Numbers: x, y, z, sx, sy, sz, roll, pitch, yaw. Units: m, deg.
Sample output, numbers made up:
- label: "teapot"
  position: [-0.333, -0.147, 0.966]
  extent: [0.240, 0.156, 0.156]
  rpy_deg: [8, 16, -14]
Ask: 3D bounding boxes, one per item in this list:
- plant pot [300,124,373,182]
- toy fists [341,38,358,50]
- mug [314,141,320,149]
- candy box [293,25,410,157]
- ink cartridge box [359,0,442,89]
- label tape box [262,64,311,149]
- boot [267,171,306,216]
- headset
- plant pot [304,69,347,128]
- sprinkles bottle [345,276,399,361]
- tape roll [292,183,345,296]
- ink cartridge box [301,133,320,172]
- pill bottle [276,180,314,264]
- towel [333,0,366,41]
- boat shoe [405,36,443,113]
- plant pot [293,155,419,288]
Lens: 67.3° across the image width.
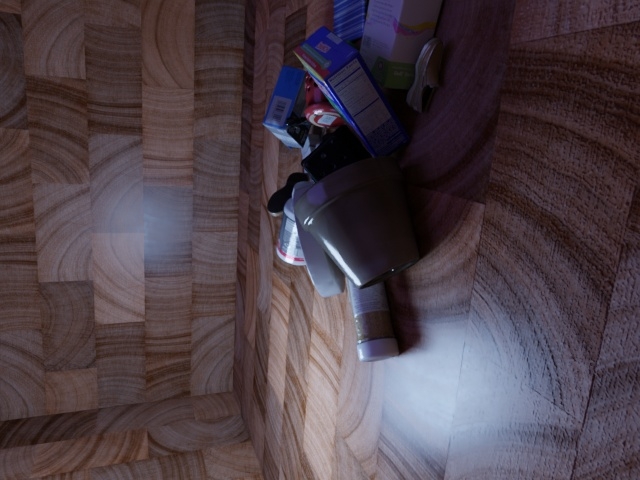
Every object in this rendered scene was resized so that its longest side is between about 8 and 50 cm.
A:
- label: "plant pot"
  position: [0.048, -0.224, 1.449]
  extent: [0.187, 0.188, 0.167]
  rpy_deg: [50, -164, 1]
- label: "toy fists"
  position: [0.049, -0.629, 1.743]
  extent: [0.279, 0.096, 0.142]
  rpy_deg: [176, 85, -67]
- label: "mug"
  position: [0.011, -0.356, 1.918]
  extent: [0.062, 0.078, 0.064]
  rpy_deg: [-8, -72, -79]
- label: "candy box"
  position: [0.089, -0.412, 1.355]
  extent: [0.122, 0.317, 0.268]
  rpy_deg: [-36, 40, 7]
- label: "ink cartridge box"
  position: [0.215, -0.603, 1.272]
  extent: [0.207, 0.119, 0.354]
  rpy_deg: [-120, 35, -53]
- label: "label tape box"
  position: [-0.090, -0.510, 1.935]
  extent: [0.333, 0.105, 0.241]
  rpy_deg: [23, -94, -72]
- label: "boot"
  position: [-0.136, -0.175, 2.094]
  extent: [0.305, 0.112, 0.115]
  rpy_deg: [-57, -24, -48]
- label: "headset"
  position: [0.016, -0.288, 1.712]
  extent: [0.394, 0.185, 0.243]
  rpy_deg: [68, 152, 20]
- label: "plant pot"
  position: [0.040, -0.478, 1.606]
  extent: [0.191, 0.191, 0.174]
  rpy_deg: [162, 113, -68]
- label: "sprinkles bottle"
  position: [0.149, 0.186, 1.478]
  extent: [0.121, 0.121, 0.355]
  rpy_deg: [131, 135, -60]
- label: "tape roll"
  position: [0.000, 0.000, 1.656]
  extent: [0.392, 0.072, 0.392]
  rpy_deg: [-15, -90, -80]
- label: "ink cartridge box"
  position: [-0.036, -0.363, 2.017]
  extent: [0.099, 0.056, 0.135]
  rpy_deg: [133, 133, -60]
- label: "pill bottle"
  position: [-0.071, -0.071, 1.959]
  extent: [0.176, 0.176, 0.319]
  rpy_deg: [-116, 33, -48]
- label: "towel"
  position: [0.108, -0.860, 1.667]
  extent: [0.243, 0.040, 0.336]
  rpy_deg: [-155, 64, -65]
- label: "boat shoe"
  position: [0.277, -0.411, 1.215]
  extent: [0.072, 0.068, 0.190]
  rpy_deg: [57, 154, 34]
- label: "plant pot"
  position: [0.130, -0.030, 1.333]
  extent: [0.280, 0.323, 0.323]
  rpy_deg: [64, 152, 13]
